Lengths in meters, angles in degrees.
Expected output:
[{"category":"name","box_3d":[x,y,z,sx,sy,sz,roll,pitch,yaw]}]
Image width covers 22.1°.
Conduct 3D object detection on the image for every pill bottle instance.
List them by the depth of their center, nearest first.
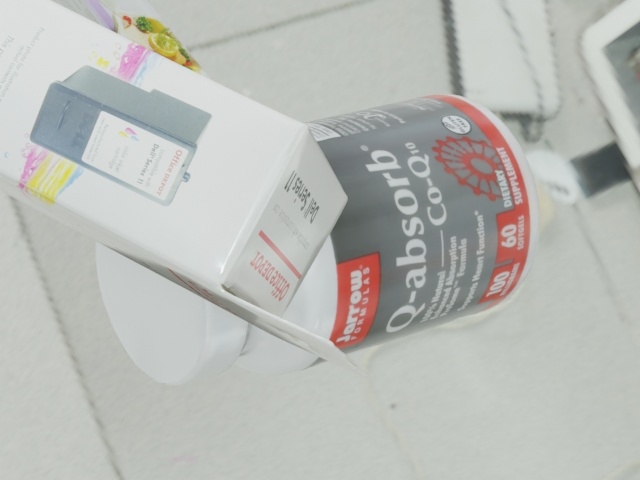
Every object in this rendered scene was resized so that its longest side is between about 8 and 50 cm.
[{"category":"pill bottle","box_3d":[0.000,0.000,1.443,0.362,0.210,0.210,-16,80,-36]}]

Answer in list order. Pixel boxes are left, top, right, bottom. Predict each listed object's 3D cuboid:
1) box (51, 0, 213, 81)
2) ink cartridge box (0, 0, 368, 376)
[{"category":"box","box_3d":[-0.208,-0.218,1.615,0.063,0.067,0.324,-32,78,-36]},{"category":"ink cartridge box","box_3d":[-0.108,-0.046,1.087,0.353,0.207,0.119,27,84,12]}]
